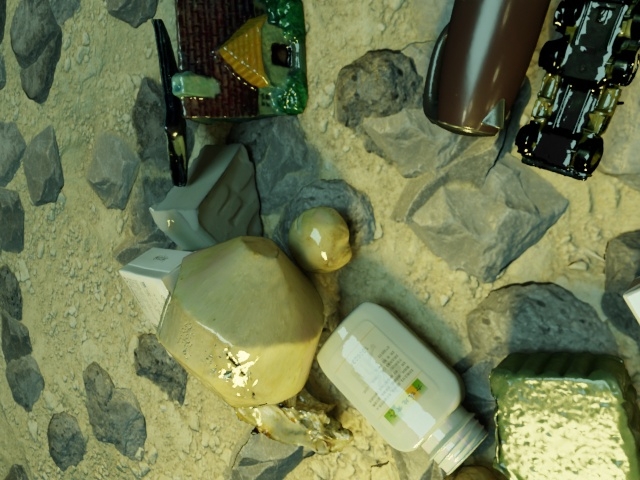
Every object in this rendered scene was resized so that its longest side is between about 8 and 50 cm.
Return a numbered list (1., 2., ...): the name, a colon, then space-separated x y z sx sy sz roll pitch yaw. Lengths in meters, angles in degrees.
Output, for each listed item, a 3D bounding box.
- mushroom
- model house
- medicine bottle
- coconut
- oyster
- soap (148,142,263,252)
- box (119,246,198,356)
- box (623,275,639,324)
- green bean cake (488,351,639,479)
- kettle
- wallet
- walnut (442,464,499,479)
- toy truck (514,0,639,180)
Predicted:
1. mushroom: 0.000 0.000 1.105 0.148 0.112 0.148 7 102 36
2. model house: -0.191 -0.392 1.110 0.230 0.249 0.280 -1 95 35
3. medicine bottle: 0.157 0.278 1.014 0.324 0.124 0.179 43 96 25
4. coconut: -0.147 0.153 1.057 0.353 0.352 0.352 5 98 35
5. oyster: -0.089 0.370 1.198 0.361 0.096 0.221 -5 134 42
6. soap: -0.212 -0.055 1.292 0.159 0.258 0.302 -4 137 36
7. box: -0.328 0.161 1.277 0.203 0.116 0.274 4 125 45
8. box: 0.591 0.166 0.686 0.225 0.143 0.341 -34 75 33
9. green bean cake: 0.389 0.299 0.858 0.222 0.125 0.227 -8 93 33
10. kettle: 0.249 -0.293 0.884 0.202 0.144 0.232 35 118 49
11. wallet: -0.337 -0.317 1.214 0.190 0.046 0.379 97 161 -56
12. walnut: 0.277 0.485 0.948 0.166 0.149 0.166 23 116 59
13. toy truck: 0.393 -0.224 0.793 0.127 0.127 0.257 28 111 37
